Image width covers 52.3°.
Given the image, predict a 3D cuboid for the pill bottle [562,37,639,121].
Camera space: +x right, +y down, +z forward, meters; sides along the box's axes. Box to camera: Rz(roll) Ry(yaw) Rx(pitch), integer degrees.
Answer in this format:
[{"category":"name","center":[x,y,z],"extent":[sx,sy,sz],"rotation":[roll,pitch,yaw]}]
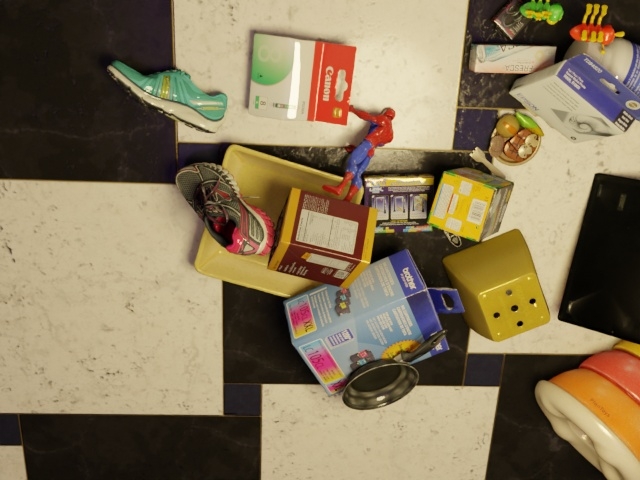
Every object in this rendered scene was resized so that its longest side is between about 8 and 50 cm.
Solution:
[{"category":"pill bottle","center":[0.687,-0.362,1.463],"extent":[0.272,0.152,0.152],"rotation":[18,108,-9]}]

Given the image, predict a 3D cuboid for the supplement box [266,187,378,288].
[{"category":"supplement box","center":[0.000,0.000,1.439],"extent":[0.194,0.191,0.129],"rotation":[14,67,-8]}]

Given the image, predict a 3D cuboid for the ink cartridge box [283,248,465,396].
[{"category":"ink cartridge box","center":[0.144,0.195,1.595],"extent":[0.396,0.151,0.270],"rotation":[-25,134,4]}]

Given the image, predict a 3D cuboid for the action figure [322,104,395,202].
[{"category":"action figure","center":[0.070,-0.210,1.493],"extent":[0.280,0.139,0.091],"rotation":[-54,147,-23]}]

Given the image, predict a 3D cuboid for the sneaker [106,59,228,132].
[{"category":"sneaker","center":[-0.341,-0.337,1.468],"extent":[0.275,0.107,0.110],"rotation":[23,88,-15]}]

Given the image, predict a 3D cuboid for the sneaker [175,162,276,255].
[{"category":"sneaker","center":[-0.225,-0.077,1.427],"extent":[0.299,0.112,0.120],"rotation":[39,116,30]}]

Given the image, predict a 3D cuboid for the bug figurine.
[{"category":"bug figurine","center":[0.548,-0.531,1.392],"extent":[0.216,0.072,0.279],"rotation":[14,75,10]}]

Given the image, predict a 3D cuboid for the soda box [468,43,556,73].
[{"category":"soda box","center":[0.435,-0.413,1.482],"extent":[0.183,0.058,0.062],"rotation":[0,110,-3]}]

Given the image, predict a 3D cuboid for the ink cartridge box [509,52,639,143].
[{"category":"ink cartridge box","center":[0.569,-0.304,1.439],"extent":[0.223,0.224,0.045],"rotation":[32,78,-16]}]

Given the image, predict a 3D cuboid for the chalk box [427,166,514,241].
[{"category":"chalk box","center":[0.363,-0.092,1.539],"extent":[0.132,0.213,0.132],"rotation":[22,109,25]}]

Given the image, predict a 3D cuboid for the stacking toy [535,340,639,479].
[{"category":"stacking toy","center":[0.839,0.369,1.690],"extent":[0.480,0.350,0.350],"rotation":[-41,107,-5]}]

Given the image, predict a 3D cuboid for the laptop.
[{"category":"laptop","center":[0.860,0.069,1.609],"extent":[0.408,0.236,0.381],"rotation":[16,95,32]}]

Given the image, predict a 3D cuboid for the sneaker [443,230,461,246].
[{"category":"sneaker","center":[0.327,-0.020,1.631],"extent":[0.032,0.037,0.083],"rotation":[-39,106,13]}]

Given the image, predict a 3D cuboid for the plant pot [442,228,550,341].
[{"category":"plant pot","center":[0.449,0.128,1.611],"extent":[0.212,0.187,0.212],"rotation":[-22,109,6]}]

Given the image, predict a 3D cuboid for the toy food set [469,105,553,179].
[{"category":"toy food set","center":[0.466,-0.238,1.557],"extent":[0.132,0.038,0.192],"rotation":[38,104,-15]}]

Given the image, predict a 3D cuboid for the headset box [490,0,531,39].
[{"category":"headset box","center":[0.429,-0.498,1.465],"extent":[0.062,0.032,0.083],"rotation":[41,102,-15]}]

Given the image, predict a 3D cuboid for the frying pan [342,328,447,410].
[{"category":"frying pan","center":[0.158,0.306,1.561],"extent":[0.197,0.053,0.326],"rotation":[-2,134,-19]}]

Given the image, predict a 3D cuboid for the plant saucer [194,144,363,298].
[{"category":"plant saucer","center":[-0.102,-0.039,1.581],"extent":[0.333,0.081,0.332],"rotation":[17,108,-8]}]

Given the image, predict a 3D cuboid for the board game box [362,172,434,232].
[{"category":"board game box","center":[0.187,-0.092,1.593],"extent":[0.170,0.048,0.141],"rotation":[-1,108,-2]}]

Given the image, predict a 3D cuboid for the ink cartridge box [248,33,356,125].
[{"category":"ink cartridge box","center":[-0.044,-0.355,1.451],"extent":[0.225,0.056,0.180],"rotation":[12,110,14]}]
